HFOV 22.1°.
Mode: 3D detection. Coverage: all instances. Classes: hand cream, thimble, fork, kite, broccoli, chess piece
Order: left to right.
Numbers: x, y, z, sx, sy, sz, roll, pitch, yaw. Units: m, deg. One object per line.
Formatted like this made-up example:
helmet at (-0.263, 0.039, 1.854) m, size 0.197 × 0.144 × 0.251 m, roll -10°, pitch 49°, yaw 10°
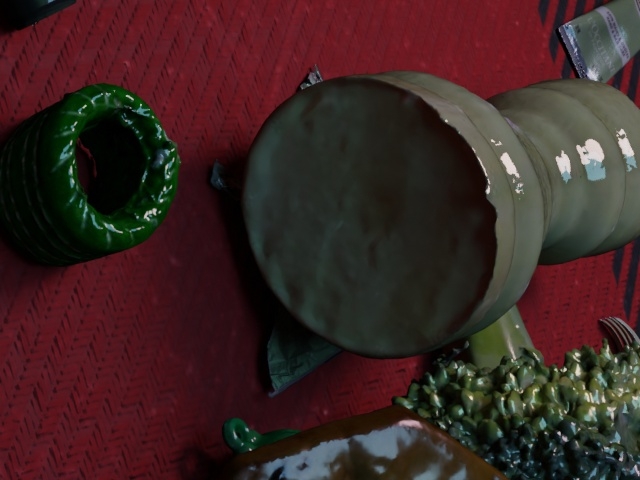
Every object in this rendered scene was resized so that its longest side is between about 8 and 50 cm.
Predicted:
thimble at (-0.168, -0.047, 1.176) m, size 0.130 × 0.090 × 0.118 m, roll -32°, pitch 101°, yaw -49°
kite at (0.000, 0.000, 1.413) m, size 0.268 × 0.013 × 0.323 m, roll 31°, pitch 54°, yaw -41°
chess piece at (0.147, -0.042, 1.435) m, size 0.442 × 0.234 × 0.234 m, roll -13°, pitch 87°, yaw -57°
broccoli at (0.217, 0.184, 1.417) m, size 0.375 × 0.249 × 0.302 m, roll 18°, pitch 67°, yaw -39°
hand cream at (0.352, -0.246, 1.871) m, size 0.235 × 0.055 × 0.086 m, roll -36°, pitch 102°, yaw -41°
fork at (0.341, 0.183, 1.725) m, size 0.028 × 0.034 × 0.219 m, roll -16°, pitch 90°, yaw -42°

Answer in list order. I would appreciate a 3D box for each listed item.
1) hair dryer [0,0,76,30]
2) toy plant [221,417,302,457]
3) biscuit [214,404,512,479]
hair dryer at (-0.191, -0.237, 1.249) m, size 0.100 × 0.057 × 0.197 m, roll 64°, pitch 36°, yaw -15°
toy plant at (-0.016, 0.223, 1.248) m, size 0.200 × 0.105 × 0.143 m, roll 47°, pitch 31°, yaw -16°
biscuit at (0.023, 0.296, 1.191) m, size 0.359 × 0.046 × 0.359 m, roll -6°, pitch 103°, yaw -25°
